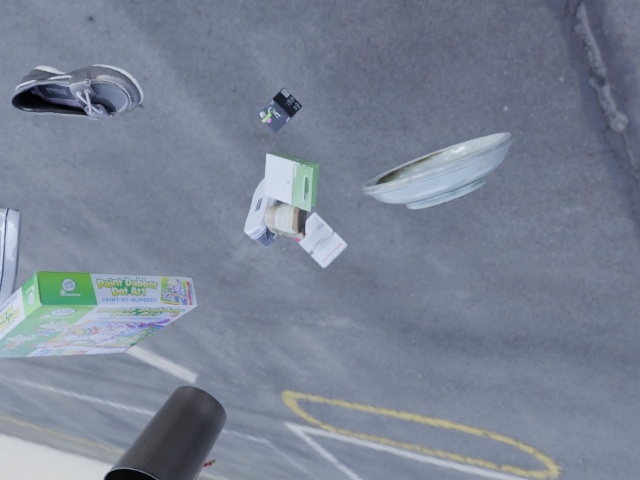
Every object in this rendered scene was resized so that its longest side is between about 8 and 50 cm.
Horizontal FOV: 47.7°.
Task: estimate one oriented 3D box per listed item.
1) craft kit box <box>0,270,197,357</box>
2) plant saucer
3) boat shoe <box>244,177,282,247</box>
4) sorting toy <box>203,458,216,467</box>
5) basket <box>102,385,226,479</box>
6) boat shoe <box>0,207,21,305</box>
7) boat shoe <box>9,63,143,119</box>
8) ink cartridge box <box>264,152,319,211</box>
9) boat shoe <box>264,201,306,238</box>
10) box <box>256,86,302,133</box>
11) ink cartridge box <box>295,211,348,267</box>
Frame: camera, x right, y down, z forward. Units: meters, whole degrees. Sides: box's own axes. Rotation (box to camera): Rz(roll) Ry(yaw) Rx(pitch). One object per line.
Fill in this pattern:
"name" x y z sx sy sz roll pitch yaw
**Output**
"craft kit box" -0.360 0.118 1.114 0.250 0.061 0.247 5 151 -43
"plant saucer" 0.306 -0.162 1.838 0.400 0.400 0.100 -11 104 49
"boat shoe" -0.150 -0.107 2.290 0.108 0.301 0.102 -22 128 33
"sorting toy" -0.349 0.526 1.539 0.275 0.046 0.132 -12 168 -18
"basket" -0.292 0.411 1.419 0.154 0.227 0.204 39 132 -6
"boat shoe" -0.611 0.066 1.346 0.084 0.258 0.095 6 167 -18
"boat shoe" -0.491 -0.284 1.443 0.335 0.095 0.112 11 141 34
"ink cartridge box" -0.058 -0.146 1.783 0.062 0.109 0.209 -6 -162 -36
"boat shoe" -0.090 -0.060 1.941 0.098 0.109 0.302 4 -179 4
"box" -0.094 -0.294 1.643 0.062 0.052 0.083 45 145 -9
"ink cartridge box" 0.000 0.000 2.317 0.150 0.109 0.063 45 -178 7
